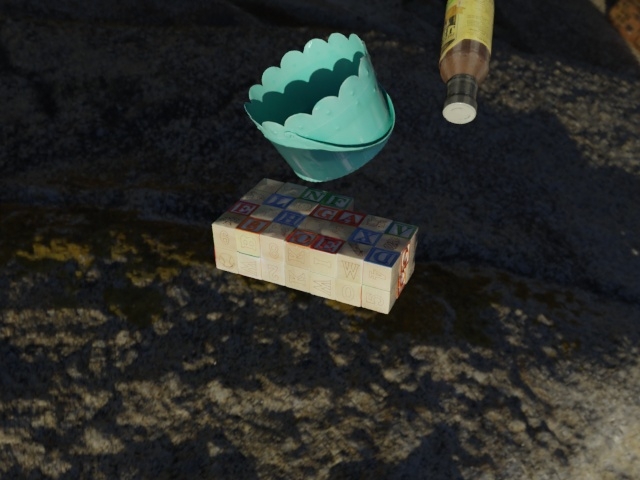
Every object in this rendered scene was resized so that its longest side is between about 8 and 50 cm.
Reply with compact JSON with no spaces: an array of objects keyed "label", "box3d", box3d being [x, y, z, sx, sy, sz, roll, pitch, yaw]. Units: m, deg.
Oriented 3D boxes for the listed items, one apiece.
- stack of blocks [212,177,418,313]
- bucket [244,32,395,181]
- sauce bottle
[{"label":"stack of blocks","box3d":[0.000,0.000,1.020,0.297,0.087,0.171,14,35,21]},{"label":"bucket","box3d":[0.007,-0.266,1.294,0.183,0.281,0.281,55,36,-38]},{"label":"sauce bottle","box3d":[0.318,-0.413,1.388,0.112,0.111,0.344,18,62,-11]}]
